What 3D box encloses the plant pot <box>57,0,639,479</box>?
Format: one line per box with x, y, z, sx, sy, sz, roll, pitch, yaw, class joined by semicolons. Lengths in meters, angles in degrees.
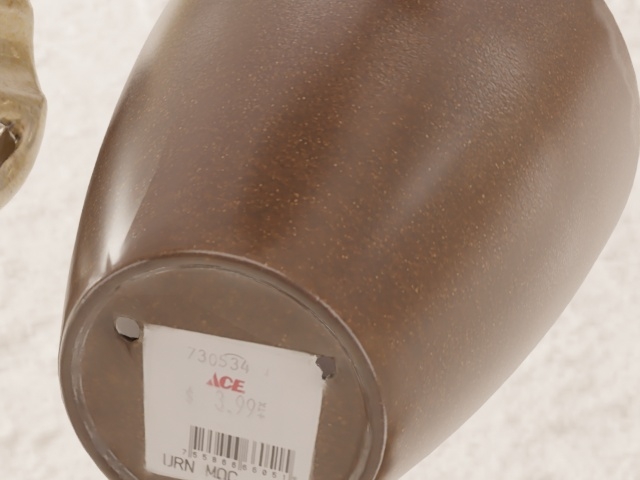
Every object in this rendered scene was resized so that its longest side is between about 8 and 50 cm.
0.000;0.000;0.557;0.215;0.215;0.230;4;28;15;plant pot

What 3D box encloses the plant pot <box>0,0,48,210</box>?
-0.330;-0.068;0.823;0.305;0.334;0.334;-20;17;34;plant pot
